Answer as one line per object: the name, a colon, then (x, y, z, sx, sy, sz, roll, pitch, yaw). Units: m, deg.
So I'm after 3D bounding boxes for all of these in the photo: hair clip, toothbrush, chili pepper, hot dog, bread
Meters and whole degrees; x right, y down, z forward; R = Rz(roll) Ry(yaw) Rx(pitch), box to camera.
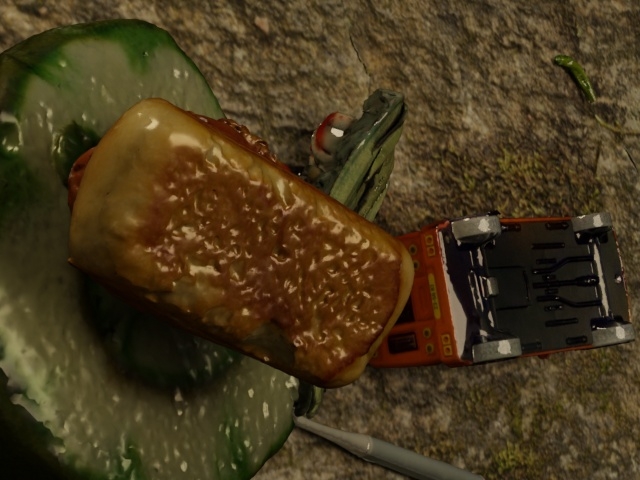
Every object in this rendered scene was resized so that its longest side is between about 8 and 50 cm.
hair clip: (-0.002, 0.000, 1.509, 0.138, 0.091, 0.321, 97, 10, -51)
toothbrush: (0.053, 0.193, 1.581, 0.342, 0.025, 0.030, 29, 53, -43)
chili pepper: (0.302, -0.195, 2.013, 0.083, 0.017, 0.030, 38, 53, -36)
hot dog: (-0.068, -0.004, 1.160, 0.256, 0.153, 0.150, 30, 89, -33)
bread: (-0.151, 0.031, 1.280, 0.382, 0.129, 0.366, 41, 50, -38)

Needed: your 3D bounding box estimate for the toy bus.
toy bus: (0.181, 0.052, 1.679, 0.329, 0.153, 0.143, -3, 81, -51)
